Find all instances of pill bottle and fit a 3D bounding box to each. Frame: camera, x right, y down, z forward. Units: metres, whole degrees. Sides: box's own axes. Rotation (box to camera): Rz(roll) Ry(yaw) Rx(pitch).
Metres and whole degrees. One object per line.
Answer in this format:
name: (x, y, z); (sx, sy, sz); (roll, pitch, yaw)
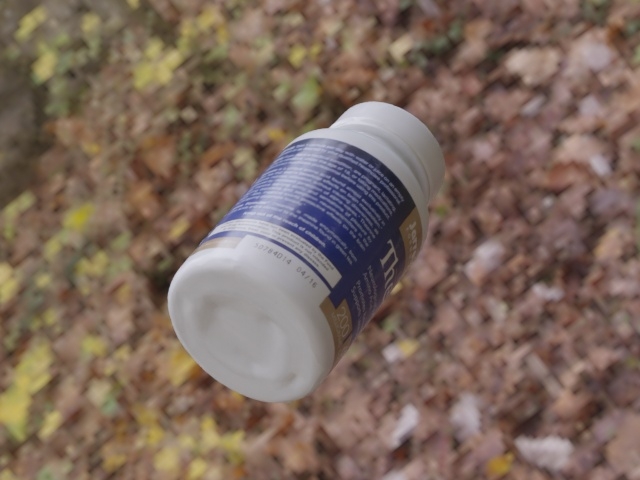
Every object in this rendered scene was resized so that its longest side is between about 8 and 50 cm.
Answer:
pill bottle: (0.000, 0.000, 0.709); (0.067, 0.067, 0.120); (-22, 21, 45)
